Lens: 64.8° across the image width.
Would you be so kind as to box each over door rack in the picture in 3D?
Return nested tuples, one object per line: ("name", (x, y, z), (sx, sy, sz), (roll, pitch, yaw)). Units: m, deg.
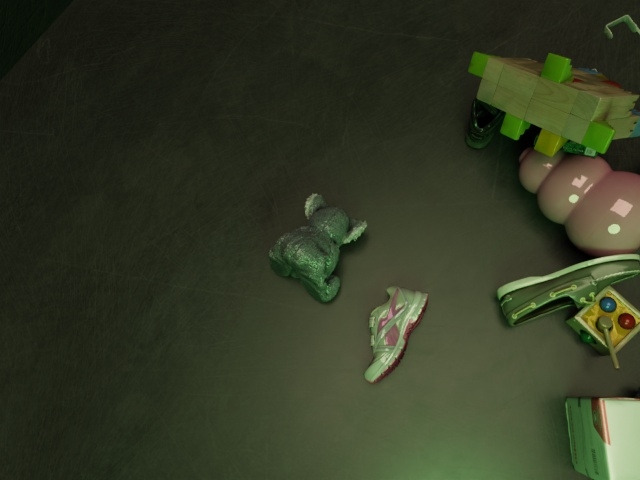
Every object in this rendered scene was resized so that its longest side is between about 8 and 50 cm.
("over door rack", (0.788, -0.365, 1.190), (0.108, 0.239, 0.324), (-38, 72, -1))

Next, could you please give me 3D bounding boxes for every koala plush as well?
("koala plush", (0.000, 0.000, 1.250), (0.196, 0.203, 0.221), (32, 69, 16))

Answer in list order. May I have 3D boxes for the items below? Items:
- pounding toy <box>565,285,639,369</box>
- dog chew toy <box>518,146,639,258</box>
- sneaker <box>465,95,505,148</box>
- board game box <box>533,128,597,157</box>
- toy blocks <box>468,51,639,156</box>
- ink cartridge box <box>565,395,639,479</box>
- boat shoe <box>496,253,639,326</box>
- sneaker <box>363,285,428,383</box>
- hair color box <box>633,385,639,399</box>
("pounding toy", (0.637, 0.194, 1.123), (0.141, 0.100, 0.130), (-42, 71, -5))
("dog chew toy", (0.608, -0.108, 1.174), (0.206, 0.206, 0.332), (-42, 64, -4))
("sneaker", (0.448, -0.362, 1.304), (0.087, 0.130, 0.227), (26, 77, 14))
("board game box", (0.617, -0.280, 1.219), (0.136, 0.030, 0.259), (20, 43, 23))
("toy blocks", (0.559, -0.327, 1.146), (0.261, 0.190, 0.381), (-12, 38, -31))
("ink cartridge box", (0.575, 0.396, 1.012), (0.092, 0.218, 0.158), (-1, 74, 8))
("boat shoe", (0.556, 0.112, 1.127), (0.305, 0.109, 0.091), (-21, 61, 24))
("sneaker", (0.159, 0.217, 1.201), (0.111, 0.103, 0.252), (25, 73, 19))
("hair color box", (0.810, 0.421, 0.980), (0.347, 0.174, 0.105), (15, 111, 13))
